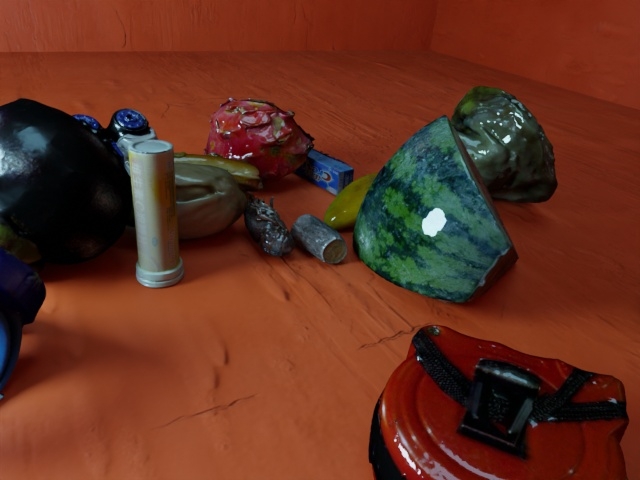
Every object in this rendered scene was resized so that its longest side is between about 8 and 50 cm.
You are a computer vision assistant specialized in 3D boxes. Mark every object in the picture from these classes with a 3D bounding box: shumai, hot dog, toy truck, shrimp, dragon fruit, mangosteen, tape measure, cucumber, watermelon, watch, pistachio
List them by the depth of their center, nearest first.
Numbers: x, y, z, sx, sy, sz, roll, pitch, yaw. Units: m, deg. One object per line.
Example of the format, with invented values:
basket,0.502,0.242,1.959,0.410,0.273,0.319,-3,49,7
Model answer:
tape measure,0.180,0.205,0.519,0.253,0.113,0.260,15,31,18
watch,-0.412,0.103,0.551,0.171,0.196,0.200,4,49,17
mangosteen,-0.433,-0.062,0.789,0.288,0.287,0.233,29,8,35
watermelon,0.237,-0.047,0.853,0.293,0.250,0.283,-13,39,-25
cucumber,-0.001,-0.001,0.917,0.064,0.064,0.112,-18,39,-35
pistachio,-0.252,-0.066,0.917,0.238,0.153,0.137,-6,72,-15
shrimp,-0.101,-0.035,0.937,0.073,0.074,0.190,-4,31,-28
hot dog,-0.241,-0.123,1.010,0.270,0.109,0.072,8,41,-21
toy truck,-0.418,-0.151,1.040,0.213,0.161,0.177,-19,57,-38
dragon fruit,-0.150,-0.207,1.141,0.262,0.163,0.189,-3,69,12
shumai,0.334,-0.169,1.160,0.264,0.303,0.309,-27,-3,-2

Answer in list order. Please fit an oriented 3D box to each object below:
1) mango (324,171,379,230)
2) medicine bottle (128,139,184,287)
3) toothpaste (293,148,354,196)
mango,0.083,-0.079,1.019,0.188,0.066,0.101,-31,46,-5
medicine bottle,-0.248,-0.039,0.773,0.074,0.218,0.074,4,28,-2
toothpaste,-0.030,-0.186,1.231,0.053,0.066,0.272,-18,37,-37
